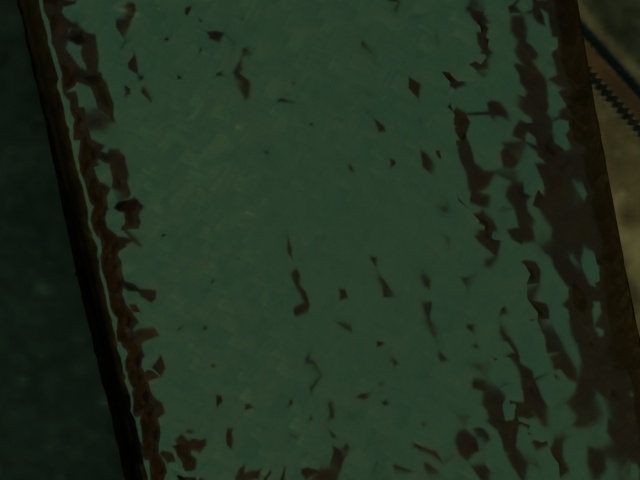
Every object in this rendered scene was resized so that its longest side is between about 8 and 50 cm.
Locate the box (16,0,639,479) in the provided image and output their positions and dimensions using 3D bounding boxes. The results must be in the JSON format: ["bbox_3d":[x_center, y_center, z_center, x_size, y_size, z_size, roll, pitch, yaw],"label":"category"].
[{"bbox_3d":[-0.002,0.001,0.566,0.143,0.184,0.273,-13,96,-8],"label":"box"}]
